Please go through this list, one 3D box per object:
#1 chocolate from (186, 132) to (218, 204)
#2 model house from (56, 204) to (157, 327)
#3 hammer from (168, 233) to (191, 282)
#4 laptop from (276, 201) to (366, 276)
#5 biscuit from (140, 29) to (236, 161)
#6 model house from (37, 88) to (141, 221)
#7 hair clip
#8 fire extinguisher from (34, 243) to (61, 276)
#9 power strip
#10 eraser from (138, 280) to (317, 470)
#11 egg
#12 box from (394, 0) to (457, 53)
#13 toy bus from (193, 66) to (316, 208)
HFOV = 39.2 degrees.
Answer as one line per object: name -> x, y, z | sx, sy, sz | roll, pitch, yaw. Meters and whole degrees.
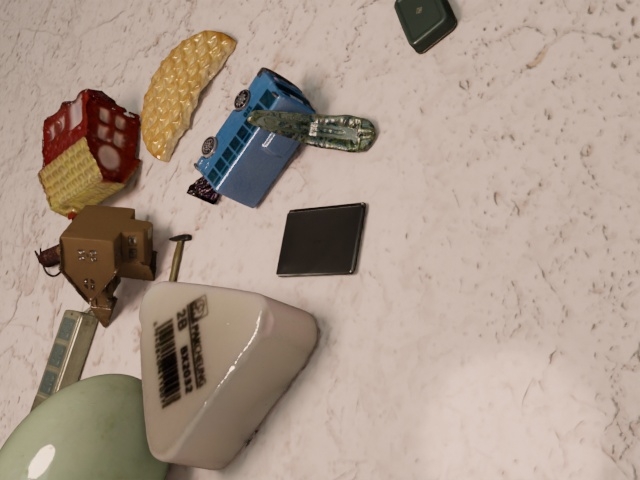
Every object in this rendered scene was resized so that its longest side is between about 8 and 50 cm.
chocolate -> -0.216, -0.148, 1.785 | 0.072, 0.070, 0.147 | 13, 86, 41
model house -> -0.428, 0.075, 1.851 | 0.180, 0.176, 0.248 | -79, -5, -63
hammer -> -0.301, 0.083, 1.798 | 0.062, 0.013, 0.198 | -5, 69, 42
laptop -> 0.000, 0.000, 1.551 | 0.180, 0.016, 0.129 | -4, 69, 43
biscuit -> -0.315, -0.337, 1.977 | 0.205, 0.040, 0.308 | 38, 99, 45
model house -> -0.518, -0.175, 2.015 | 0.196, 0.160, 0.253 | -25, 59, 34
hair clip -> -0.015, -0.197, 1.574 | 0.229, 0.036, 0.066 | 10, 95, 9
fire extinguisher -> -0.612, 0.040, 2.090 | 0.157, 0.045, 0.078 | -19, 82, 36
power strip -> -0.548, 0.269, 1.920 | 0.078, 0.052, 0.272 | 7, 77, 45
eraser -> -0.197, 0.190, 1.559 | 0.331, 0.150, 0.331 | -21, 57, 37
egg -> -0.421, 0.410, 1.568 | 0.276, 0.276, 0.388 | 17, 65, 46
box -> 0.177, -0.390, 1.544 | 0.091, 0.031, 0.126 | -34, 53, 28
toy bus -> -0.115, -0.189, 1.673 | 0.234, 0.116, 0.133 | -53, 43, 13
